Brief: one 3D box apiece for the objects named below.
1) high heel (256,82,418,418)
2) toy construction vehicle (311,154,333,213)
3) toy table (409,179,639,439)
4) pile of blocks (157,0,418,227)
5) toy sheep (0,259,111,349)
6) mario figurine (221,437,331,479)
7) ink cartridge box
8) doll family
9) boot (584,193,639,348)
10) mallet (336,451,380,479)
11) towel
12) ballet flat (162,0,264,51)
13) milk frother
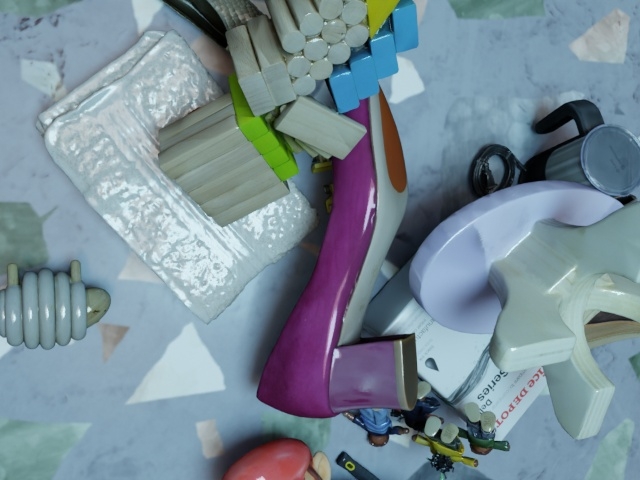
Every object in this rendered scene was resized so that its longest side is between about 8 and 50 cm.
[{"bbox_3d":[0.000,0.000,0.645,0.181,0.127,0.377,-6,78,23],"label":"high heel"},{"bbox_3d":[0.035,-0.082,0.703,0.086,0.035,0.098,-11,99,-15],"label":"toy construction vehicle"},{"bbox_3d":[0.245,0.048,0.587,0.274,0.161,0.252,-17,123,-14],"label":"toy table"},{"bbox_3d":[-0.015,-0.171,0.552,0.149,0.112,0.362,22,126,-37],"label":"pile of blocks"},{"bbox_3d":[-0.281,0.068,0.601,0.132,0.091,0.091,-4,97,-21],"label":"toy sheep"},{"bbox_3d":[0.008,0.359,0.666,0.320,0.170,0.198,51,48,-22],"label":"mario figurine"},{"bbox_3d":[0.181,0.118,0.737,0.219,0.092,0.160,43,84,-16],"label":"ink cartridge box"},{"bbox_3d":[0.120,0.223,0.703,0.076,0.193,0.111,-54,148,-25],"label":"doll family"},{"bbox_3d":[0.415,0.031,0.773,0.249,0.090,0.206,-22,122,-6],"label":"boot"},{"bbox_3d":[0.090,0.342,0.767,0.190,0.039,0.062,34,88,-12],"label":"mallet"},{"bbox_3d":[-0.146,-0.068,0.645,0.187,0.049,0.282,-42,105,-8],"label":"towel"},{"bbox_3d":[-0.144,-0.252,0.606,0.250,0.084,0.058,39,69,-12],"label":"ballet flat"},{"bbox_3d":[0.280,-0.086,0.721,0.143,0.135,0.129,-32,89,-13],"label":"milk frother"}]
